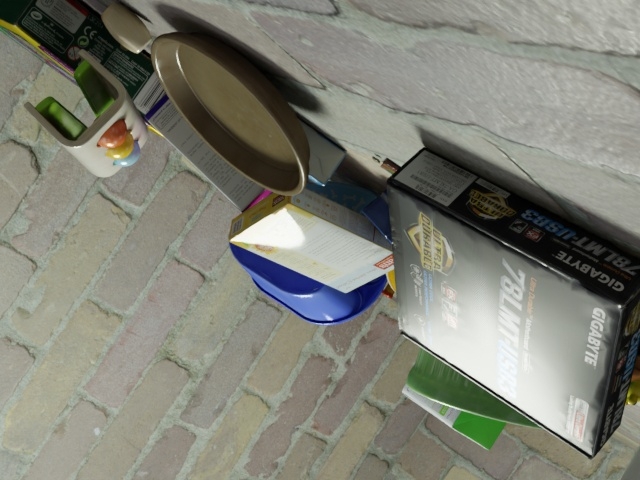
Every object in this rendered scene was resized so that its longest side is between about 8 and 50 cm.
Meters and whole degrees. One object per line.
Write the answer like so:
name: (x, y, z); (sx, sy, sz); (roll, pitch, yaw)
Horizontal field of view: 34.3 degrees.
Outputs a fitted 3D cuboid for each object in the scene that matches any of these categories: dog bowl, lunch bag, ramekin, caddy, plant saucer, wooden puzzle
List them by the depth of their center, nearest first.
wooden puzzle: (0.104, -0.088, 1.368); (0.083, 0.006, 0.049); (33, 176, -2)
plant saucer: (-0.114, -0.172, 1.380); (0.278, 0.041, 0.278); (38, 160, 16)
lunch bag: (0.109, -0.038, 1.543); (0.067, 0.065, 0.098); (48, -178, 16)
ramekin: (0.305, 0.202, 1.722); (0.303, 0.148, 0.303); (13, -178, 0)
dog bowl: (0.025, -0.031, 1.777); (0.166, 0.074, 0.297); (6, 168, 13)
caddy: (-0.020, 0.024, 2.113); (0.341, 0.241, 0.179); (31, 171, 35)

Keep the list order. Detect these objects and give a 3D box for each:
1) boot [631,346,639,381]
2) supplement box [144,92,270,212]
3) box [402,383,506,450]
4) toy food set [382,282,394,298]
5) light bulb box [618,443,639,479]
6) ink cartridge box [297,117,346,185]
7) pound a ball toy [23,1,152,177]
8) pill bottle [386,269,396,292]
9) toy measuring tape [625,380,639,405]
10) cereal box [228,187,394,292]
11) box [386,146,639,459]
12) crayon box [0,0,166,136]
boot: (0.283, 0.071, 1.224); (0.283, 0.109, 0.220); (45, 168, -5)
supplement box: (-0.162, -0.155, 1.678); (0.220, 0.114, 0.111); (43, 178, 4)
box: (0.334, 0.283, 2.261); (0.127, 0.262, 0.231); (35, 175, -25)
toy food set: (0.245, 0.127, 2.202); (0.232, 0.104, 0.111); (36, 175, -37)
light bulb box: (0.560, 0.485, 1.636); (0.225, 0.361, 0.358); (32, -171, 26)
ink cartridge box: (-0.041, -0.136, 1.555); (0.104, 0.061, 0.181); (35, 176, -14)
pound a ball toy: (-0.321, -0.214, 1.615); (0.136, 0.208, 0.319); (44, 173, 2)
pill bottle: (0.181, 0.051, 1.671); (0.117, 0.117, 0.215); (35, 176, -22)
toy measuring tape: (0.349, 0.155, 1.534); (0.330, 0.121, 0.121); (33, 176, -9)
cereal box: (0.000, 0.000, 1.635); (0.240, 0.047, 0.173); (25, 146, -29)
box: (0.213, 0.073, 1.165); (0.293, 0.073, 0.295); (34, 151, 30)
crayon box: (-0.440, -0.350, 1.879); (0.363, 0.106, 0.313); (37, 176, -41)
